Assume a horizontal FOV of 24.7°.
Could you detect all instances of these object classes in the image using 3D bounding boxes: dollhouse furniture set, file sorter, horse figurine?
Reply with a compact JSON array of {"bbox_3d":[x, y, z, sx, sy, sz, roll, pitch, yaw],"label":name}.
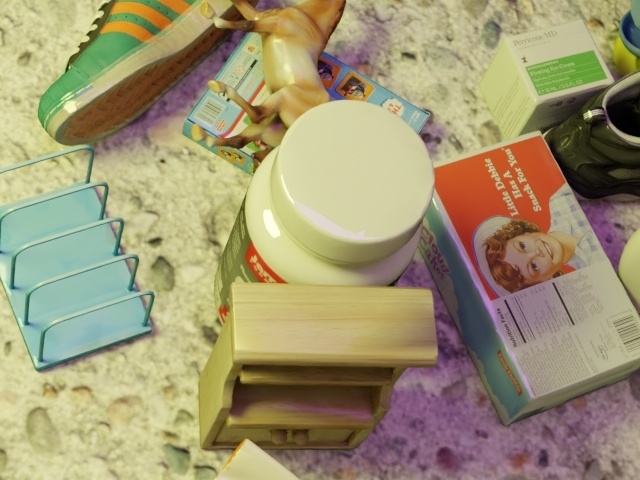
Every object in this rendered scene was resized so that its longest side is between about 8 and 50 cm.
[{"bbox_3d":[-0.002,0.265,1.230,0.362,0.256,0.394,2,65,-12],"label":"dollhouse furniture set"},{"bbox_3d":[-0.239,0.013,1.375,0.118,0.104,0.170,-19,72,-20],"label":"file sorter"},{"bbox_3d":[-0.046,-0.168,1.464,0.174,0.066,0.263,9,66,-34],"label":"horse figurine"}]

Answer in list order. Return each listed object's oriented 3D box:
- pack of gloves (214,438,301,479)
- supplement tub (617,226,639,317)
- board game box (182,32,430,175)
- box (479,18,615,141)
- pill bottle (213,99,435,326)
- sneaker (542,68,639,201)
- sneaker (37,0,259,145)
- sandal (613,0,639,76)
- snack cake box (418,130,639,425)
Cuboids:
[{"bbox_3d":[-0.025,0.295,1.137,0.232,0.046,0.195,37,91,-5],"label":"pack of gloves"},{"bbox_3d":[0.492,0.020,1.470,0.331,0.241,0.241,-28,75,-24],"label":"supplement tub"},{"bbox_3d":[-0.013,-0.122,1.528,0.211,0.039,0.160,31,63,3],"label":"board game box"},{"bbox_3d":[0.243,-0.169,1.576,0.101,0.102,0.087,-16,68,-18],"label":"box"},{"bbox_3d":[0.000,0.000,1.337,0.161,0.283,0.161,5,65,-11],"label":"pill bottle"},{"bbox_3d":[0.369,-0.109,1.546,0.268,0.153,0.101,-5,68,-20],"label":"sneaker"},{"bbox_3d":[-0.195,-0.212,1.495,0.121,0.108,0.302,41,55,8],"label":"sneaker"},{"bbox_3d":[0.447,-0.219,1.549,0.317,0.138,0.126,12,59,32],"label":"sandal"},{"bbox_3d":[0.204,0.035,1.480,0.152,0.089,0.264,-18,71,-19],"label":"snack cake box"}]
